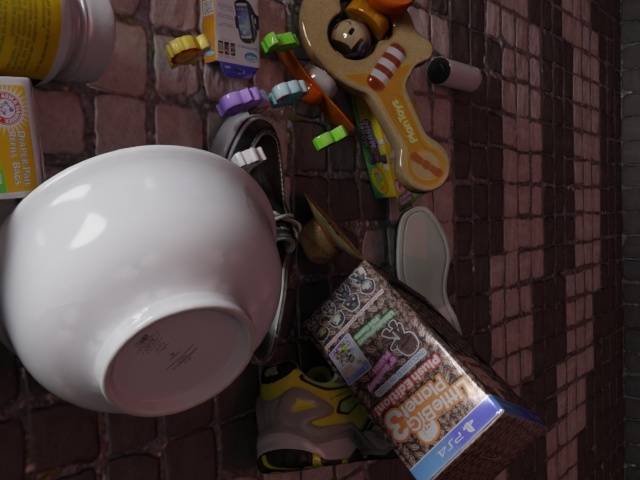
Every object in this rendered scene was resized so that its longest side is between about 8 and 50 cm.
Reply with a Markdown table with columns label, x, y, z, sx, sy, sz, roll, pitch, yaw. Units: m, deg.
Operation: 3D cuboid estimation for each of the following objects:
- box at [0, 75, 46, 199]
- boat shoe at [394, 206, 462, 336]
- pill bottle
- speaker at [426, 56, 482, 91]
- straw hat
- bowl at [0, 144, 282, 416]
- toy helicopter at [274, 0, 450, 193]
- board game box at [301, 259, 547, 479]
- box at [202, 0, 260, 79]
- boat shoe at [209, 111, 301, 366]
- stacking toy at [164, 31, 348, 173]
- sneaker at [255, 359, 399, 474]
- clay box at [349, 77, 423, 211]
| label | x | y | z | sx | sy | sz | roll | pitch | yaw |
| --- | --- | --- | --- | --- | --- | --- | --- | --- | --- |
| box | -0.345 | -0.075 | 0.517 | 0.203 | 0.114 | 0.103 | -13 | 100 | -50 |
| boat shoe | 0.175 | 0.083 | 1.171 | 0.114 | 0.091 | 0.302 | -15 | 105 | -21 |
| pill bottle | -0.297 | -0.198 | 0.570 | 0.209 | 0.119 | 0.119 | -7 | 96 | -50 |
| speaker | 0.270 | -0.332 | 1.304 | 0.136 | 0.055 | 0.055 | -6 | 95 | -51 |
| straw hat | 0.000 | 0.000 | 0.971 | 0.061 | 0.144 | 0.144 | -41 | 131 | 4 |
| bowl | -0.151 | 0.070 | 0.618 | 0.298 | 0.134 | 0.297 | -20 | 136 | -20 |
| toy helicopter | 0.077 | -0.226 | 0.973 | 0.235 | 0.140 | 0.355 | -26 | 89 | -17 |
| board game box | 0.150 | 0.198 | 0.945 | 0.141 | 0.291 | 0.232 | -47 | 145 | 8 |
| box | -0.117 | -0.282 | 0.860 | 0.081 | 0.028 | 0.136 | -5 | 97 | -50 |
| boat shoe | -0.077 | -0.002 | 0.837 | 0.121 | 0.119 | 0.335 | 8 | 84 | -50 |
| stacking toy | -0.068 | -0.181 | 0.813 | 0.221 | 0.052 | 0.167 | -24 | 87 | -43 |
| sneaker | 0.048 | 0.259 | 0.979 | 0.385 | 0.145 | 0.147 | 24 | 53 | -56 |
| clay box | 0.127 | -0.171 | 1.135 | 0.127 | 0.053 | 0.222 | -34 | 117 | -43 |
